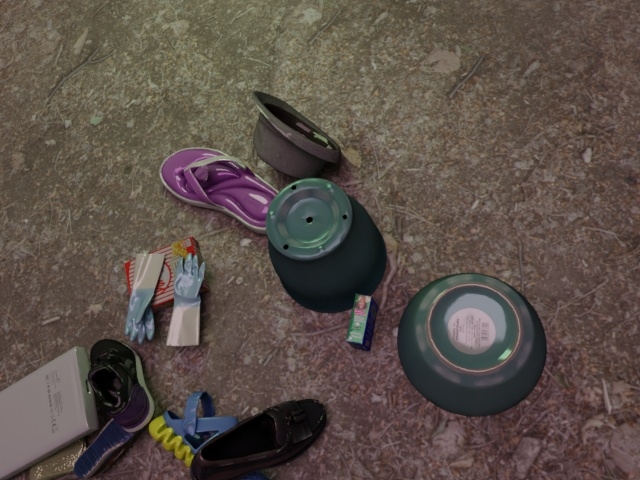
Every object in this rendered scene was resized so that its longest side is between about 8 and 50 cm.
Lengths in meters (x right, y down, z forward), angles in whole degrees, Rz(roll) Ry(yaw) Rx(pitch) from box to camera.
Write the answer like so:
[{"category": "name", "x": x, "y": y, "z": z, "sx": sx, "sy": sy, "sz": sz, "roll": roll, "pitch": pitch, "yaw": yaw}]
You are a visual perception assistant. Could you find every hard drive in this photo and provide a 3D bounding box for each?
[{"category": "hard drive", "x": -0.666, "y": 0.411, "z": 1.225, "sx": 0.307, "sy": 0.040, "sz": 0.203, "roll": -30, "pitch": 62, "yaw": 12}]

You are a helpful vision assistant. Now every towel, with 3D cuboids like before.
[{"category": "towel", "x": -0.618, "y": 0.500, "z": 1.222, "sx": 0.148, "sy": 0.027, "sz": 0.110, "roll": -19, "pitch": 65, "yaw": 5}]

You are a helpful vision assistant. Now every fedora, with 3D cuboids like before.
[{"category": "fedora", "x": -0.081, "y": -0.245, "z": 1.311, "sx": 0.275, "sy": 0.243, "sz": 0.124, "roll": 40, "pitch": 111, "yaw": 15}]

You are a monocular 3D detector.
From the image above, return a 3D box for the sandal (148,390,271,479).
[{"category": "sandal", "x": -0.218, "y": 0.434, "z": 1.108, "sx": 0.317, "sy": 0.126, "sz": 0.138, "roll": 30, "pitch": 74, "yaw": 20}]

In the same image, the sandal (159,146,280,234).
[{"category": "sandal", "x": -0.256, "y": -0.155, "z": 1.354, "sx": 0.416, "sy": 0.102, "sz": 0.169, "roll": 23, "pitch": 76, "yaw": 20}]

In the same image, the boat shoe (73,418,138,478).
[{"category": "boat shoe", "x": -0.469, "y": 0.458, "z": 1.181, "sx": 0.183, "sy": 0.066, "sz": 0.066, "roll": -41, "pitch": 62, "yaw": -12}]

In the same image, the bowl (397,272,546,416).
[{"category": "bowl", "x": 0.307, "y": 0.190, "z": 1.057, "sx": 0.311, "sy": 0.163, "sz": 0.312, "roll": -4, "pitch": 67, "yaw": 11}]

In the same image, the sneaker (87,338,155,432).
[{"category": "sneaker", "x": -0.473, "y": 0.297, "z": 1.184, "sx": 0.107, "sy": 0.124, "sz": 0.283, "roll": -41, "pitch": 46, "yaw": -14}]

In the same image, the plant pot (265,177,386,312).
[{"category": "plant pot", "x": 0.000, "y": 0.000, "z": 1.151, "sx": 0.271, "sy": 0.255, "sz": 0.272, "roll": -4, "pitch": 69, "yaw": 11}]

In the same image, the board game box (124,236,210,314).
[{"category": "board game box", "x": -0.390, "y": 0.094, "z": 1.318, "sx": 0.193, "sy": 0.045, "sz": 0.147, "roll": -22, "pitch": 66, "yaw": 4}]

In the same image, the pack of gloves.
[{"category": "pack of gloves", "x": -0.380, "y": 0.135, "z": 1.250, "sx": 0.194, "sy": 0.046, "sz": 0.232, "roll": -3, "pitch": 71, "yaw": 12}]

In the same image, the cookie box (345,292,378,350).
[{"category": "cookie box", "x": 0.093, "y": 0.182, "z": 1.147, "sx": 0.040, "sy": 0.092, "sz": 0.107, "roll": 7, "pitch": 70, "yaw": 18}]

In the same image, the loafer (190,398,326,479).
[{"category": "loafer", "x": -0.111, "y": 0.394, "z": 1.038, "sx": 0.302, "sy": 0.095, "sz": 0.109, "roll": -18, "pitch": 53, "yaw": -28}]
